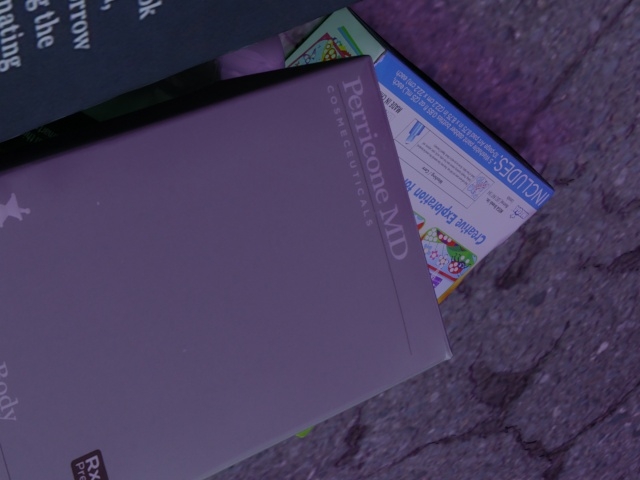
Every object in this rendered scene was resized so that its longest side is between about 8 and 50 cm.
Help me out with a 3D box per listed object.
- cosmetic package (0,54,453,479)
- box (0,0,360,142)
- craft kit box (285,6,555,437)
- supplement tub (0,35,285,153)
[{"bbox_3d":[-0.078,0.024,0.648,0.238,0.107,0.127,-24,101,-35],"label":"cosmetic package"},{"bbox_3d":[-0.199,-0.175,0.567,0.395,0.293,0.212,-24,144,-21],"label":"box"},{"bbox_3d":[0.000,0.000,1.172,0.246,0.061,0.250,-47,145,7],"label":"craft kit box"},{"bbox_3d":[-0.190,-0.015,0.840,0.338,0.207,0.207,-50,144,16],"label":"supplement tub"}]
